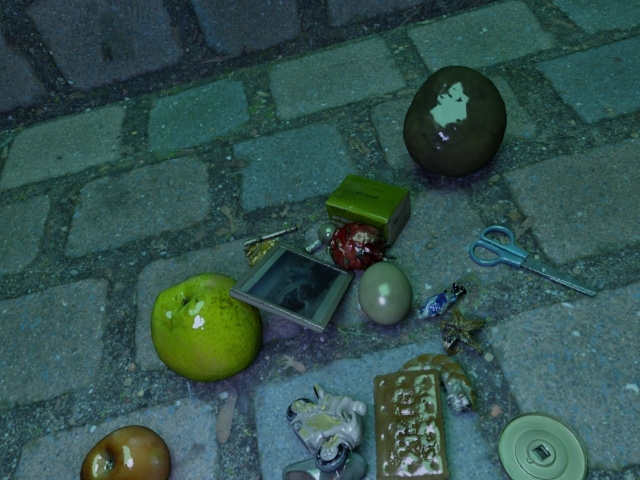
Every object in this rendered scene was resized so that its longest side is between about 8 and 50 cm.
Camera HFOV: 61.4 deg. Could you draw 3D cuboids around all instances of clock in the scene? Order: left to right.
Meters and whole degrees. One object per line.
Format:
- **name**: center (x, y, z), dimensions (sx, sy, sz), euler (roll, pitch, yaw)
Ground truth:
- **clock**: center (0.617, 0.595, 1.505), dimensions (0.234, 0.029, 0.235), euler (-7, 49, 8)

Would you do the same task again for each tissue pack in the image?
- **tissue pack**: center (0.192, -0.124, 2.131), dimensions (0.274, 0.167, 0.200), euler (19, 54, 28)

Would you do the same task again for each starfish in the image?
- **starfish**: center (0.469, 0.290, 1.779), dimensions (0.146, 0.074, 0.190), euler (-10, 46, 13)

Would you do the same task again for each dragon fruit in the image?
- **dragon fruit**: center (0.150, 0.028, 1.998), dimensions (0.273, 0.192, 0.193), euler (5, 38, -3)

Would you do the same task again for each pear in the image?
- **pear**: center (-0.377, 0.279, 1.785), dimensions (0.390, 0.391, 0.391), euler (-7, 49, 8)

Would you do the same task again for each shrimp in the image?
- **shrimp**: center (0.342, 0.436, 1.681), dimensions (0.286, 0.068, 0.185), euler (2, 52, 16)

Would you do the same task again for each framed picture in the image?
- **framed picture**: center (-0.077, 0.145, 1.852), dimensions (0.325, 0.028, 0.446), euler (21, 24, 7)

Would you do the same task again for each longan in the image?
- **longan**: center (0.549, -0.470, 2.197), dimensions (0.403, 0.404, 0.436), euler (18, 79, 26)

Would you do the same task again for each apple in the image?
- **apple**: center (-0.576, 0.671, 1.589), dimensions (0.253, 0.254, 0.254), euler (-7, 49, 8)

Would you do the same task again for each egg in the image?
- **egg**: center (0.222, 0.178, 1.853), dimensions (0.185, 0.186, 0.242), euler (-6, 43, 8)

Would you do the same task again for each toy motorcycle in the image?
- **toy motorcycle**: center (0.029, 0.531, 1.593), dimensions (0.222, 0.108, 0.340), euler (-32, 23, -16)

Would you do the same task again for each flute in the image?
- **flute**: center (-0.208, -0.019, 2.231), dimensions (0.232, 0.027, 0.027), euler (-17, 48, -2)

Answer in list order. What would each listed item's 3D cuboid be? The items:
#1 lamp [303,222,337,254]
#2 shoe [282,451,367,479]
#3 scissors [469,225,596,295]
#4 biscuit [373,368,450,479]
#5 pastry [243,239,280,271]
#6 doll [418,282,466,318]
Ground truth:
- **lamp**: center (0.000, 0.000, 2.135), dimensions (0.163, 0.091, 0.091), euler (-36, 50, 0)
- **shoe**: center (0.009, 0.673, 1.525), dimensions (0.250, 0.103, 0.100), euler (-13, 23, 8)
- **scissors**: center (0.753, 0.086, 1.911), dimensions (0.447, 0.029, 0.192), euler (30, 62, 33)
- **biscuit**: center (0.260, 0.540, 1.588), dimensions (0.216, 0.044, 0.325), euler (-10, 53, 18)
- **pastry**: center (-0.220, 0.098, 2.082), dimensions (0.154, 0.102, 0.250), euler (-5, 50, 14)
- **doll**: center (0.414, 0.216, 1.858), dimensions (0.195, 0.070, 0.096), euler (-32, 20, -17)
